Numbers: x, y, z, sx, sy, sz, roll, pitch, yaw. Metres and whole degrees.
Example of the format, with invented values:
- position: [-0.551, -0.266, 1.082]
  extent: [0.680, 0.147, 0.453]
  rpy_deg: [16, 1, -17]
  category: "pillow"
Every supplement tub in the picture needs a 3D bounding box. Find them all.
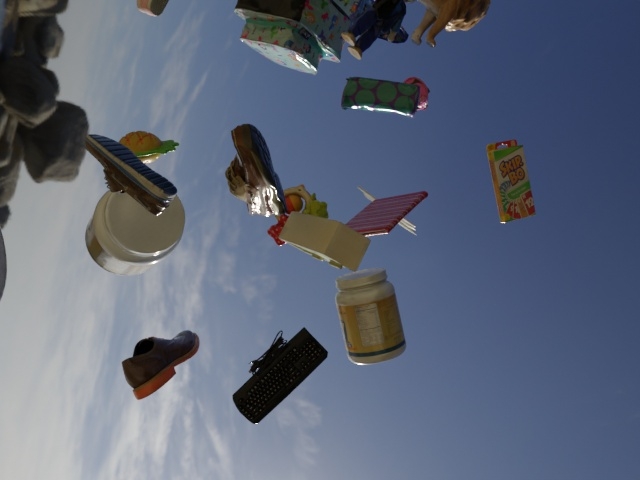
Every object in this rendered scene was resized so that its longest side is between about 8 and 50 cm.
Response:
- position: [-0.508, -0.033, 1.327]
  extent: [0.316, 0.228, 0.229]
  rpy_deg: [-21, -119, 57]
  category: "supplement tub"
- position: [0.115, 0.176, 1.142]
  extent: [0.144, 0.144, 0.200]
  rpy_deg: [-8, -85, 54]
  category: "supplement tub"

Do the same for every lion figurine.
- position: [0.290, -0.695, 1.315]
  extent: [0.240, 0.392, 0.142]
  rpy_deg: [-53, -150, 6]
  category: "lion figurine"

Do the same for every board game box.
- position: [0.622, -0.197, 1.577]
  extent: [0.039, 0.124, 0.260]
  rpy_deg: [170, -93, -73]
  category: "board game box"

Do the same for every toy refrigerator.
- position: [0.000, 0.000, 1.218]
  extent: [0.269, 0.102, 0.094]
  rpy_deg: [17, -101, 61]
  category: "toy refrigerator"

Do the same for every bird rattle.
- position: [-0.100, -0.104, 1.876]
  extent: [0.253, 0.143, 0.207]
  rpy_deg: [-29, -113, 11]
  category: "bird rattle"

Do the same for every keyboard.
- position: [-0.081, 0.244, 0.881]
  extent: [0.192, 0.100, 0.038]
  rpy_deg: [-44, -172, -5]
  category: "keyboard"

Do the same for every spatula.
- position: [0.233, -0.101, 1.670]
  extent: [0.242, 0.168, 0.019]
  rpy_deg: [37, -86, 16]
  category: "spatula"

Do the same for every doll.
- position: [0.133, -0.470, 1.022]
  extent: [0.189, 0.129, 0.046]
  rpy_deg: [-44, -129, -1]
  category: "doll"

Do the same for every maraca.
- position: [-0.528, -0.282, 1.469]
  extent: [0.127, 0.185, 0.099]
  rpy_deg: [-92, 180, -56]
  category: "maraca"

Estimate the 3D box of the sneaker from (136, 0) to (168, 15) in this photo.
- position: [-0.358, -0.556, 1.071]
  extent: [0.070, 0.051, 0.134]
  rpy_deg: [20, -106, 32]
  category: "sneaker"

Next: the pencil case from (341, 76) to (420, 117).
- position: [0.120, -0.285, 0.961]
  extent: [0.070, 0.151, 0.065]
  rpy_deg: [71, 29, -77]
  category: "pencil case"

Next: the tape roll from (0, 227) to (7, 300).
- position: [-0.581, -0.037, 0.642]
  extent: [0.392, 0.072, 0.392]
  rpy_deg: [159, -90, -87]
  category: "tape roll"

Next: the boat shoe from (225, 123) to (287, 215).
- position: [-0.163, -0.141, 1.146]
  extent: [0.324, 0.119, 0.123]
  rpy_deg: [74, 3, -63]
  category: "boat shoe"

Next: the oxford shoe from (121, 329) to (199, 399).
- position: [-0.355, 0.249, 1.098]
  extent: [0.096, 0.098, 0.271]
  rpy_deg: [-30, -174, 9]
  category: "oxford shoe"

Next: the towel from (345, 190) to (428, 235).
- position: [0.183, -0.074, 1.433]
  extent: [0.198, 0.275, 0.031]
  rpy_deg: [-8, -69, 41]
  category: "towel"

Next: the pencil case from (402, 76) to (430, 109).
- position: [0.305, -0.466, 1.551]
  extent: [0.095, 0.209, 0.098]
  rpy_deg: [-38, -89, 18]
  category: "pencil case"

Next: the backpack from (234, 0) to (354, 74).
- position: [-0.052, -0.512, 1.157]
  extent: [0.225, 0.253, 0.191]
  rpy_deg: [28, -74, 35]
  category: "backpack"

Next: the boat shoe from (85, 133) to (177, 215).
- position: [-0.337, -0.111, 0.829]
  extent: [0.066, 0.183, 0.066]
  rpy_deg: [-54, 174, 18]
  category: "boat shoe"

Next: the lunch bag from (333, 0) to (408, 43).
- position: [0.166, -0.781, 1.647]
  extent: [0.138, 0.293, 0.221]
  rpy_deg: [-48, -127, 31]
  category: "lunch bag"
